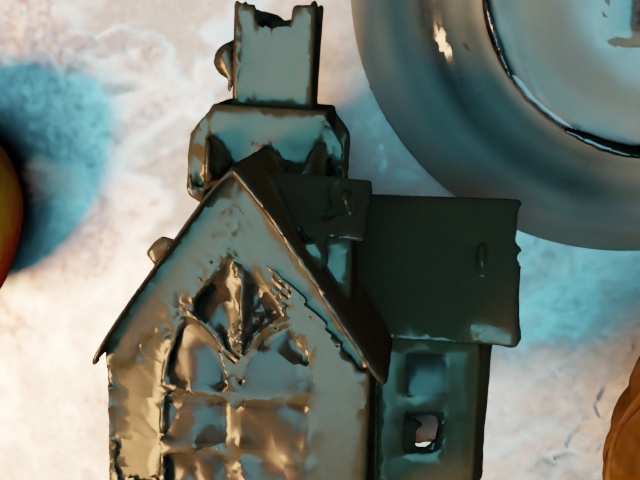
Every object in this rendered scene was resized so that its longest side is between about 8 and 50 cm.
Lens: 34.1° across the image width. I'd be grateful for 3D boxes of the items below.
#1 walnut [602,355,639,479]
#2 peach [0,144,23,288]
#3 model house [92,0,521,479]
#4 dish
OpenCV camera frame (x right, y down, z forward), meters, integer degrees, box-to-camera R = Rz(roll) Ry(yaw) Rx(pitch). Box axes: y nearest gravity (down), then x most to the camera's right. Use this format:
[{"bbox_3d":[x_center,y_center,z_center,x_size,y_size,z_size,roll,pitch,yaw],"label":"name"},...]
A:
[{"bbox_3d":[0.313,0.159,0.458,0.398,0.354,0.308,21,88,3],"label":"walnut"},{"bbox_3d":[-0.235,-0.009,0.621,0.151,0.118,0.151,-12,63,25],"label":"peach"},{"bbox_3d":[0.000,0.000,0.544,0.204,0.211,0.243,2,101,5],"label":"model house"},{"bbox_3d":[0.168,-0.135,0.548,0.316,0.106,0.316,1,101,7],"label":"dish"}]
